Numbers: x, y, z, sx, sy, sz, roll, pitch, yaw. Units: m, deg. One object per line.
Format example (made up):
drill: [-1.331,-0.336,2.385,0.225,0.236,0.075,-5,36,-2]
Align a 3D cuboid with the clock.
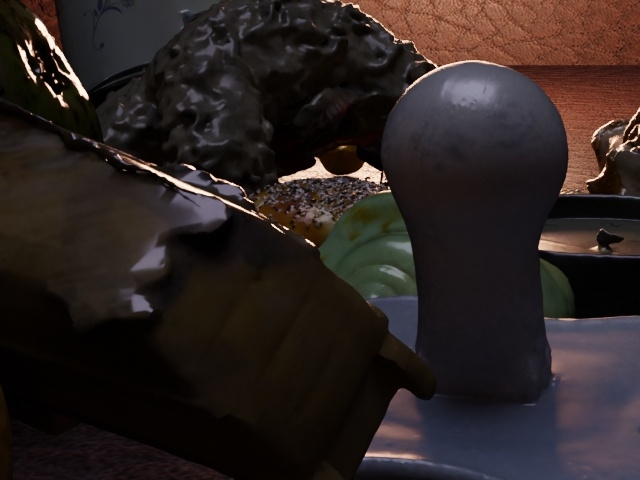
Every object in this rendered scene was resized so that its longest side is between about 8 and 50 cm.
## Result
clock: [0.229,0.010,1.254,0.281,0.055,0.280,0,12,0]

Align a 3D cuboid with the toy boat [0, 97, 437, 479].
toy boat: [-0.165,0.013,0.681,0.445,0.162,0.136,18,61,25]

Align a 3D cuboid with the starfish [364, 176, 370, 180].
starfish: [0.003,-0.019,1.414,0.210,0.053,0.150,-13,13,-40]

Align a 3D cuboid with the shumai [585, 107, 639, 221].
shumai: [0.313,-0.048,1.414,0.145,0.145,0.116,12,41,46]

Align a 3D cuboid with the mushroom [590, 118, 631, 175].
mushroom: [0.333,-0.073,1.600,0.071,0.084,0.209,-21,14,6]

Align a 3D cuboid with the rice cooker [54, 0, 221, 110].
rice cooker: [-0.188,-0.225,1.864,0.264,0.316,0.317,4,6,-40]

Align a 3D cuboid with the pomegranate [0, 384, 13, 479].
pomegranate: [-0.220,0.087,0.510,0.248,0.248,0.248,-1,12,0]

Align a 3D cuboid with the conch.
conch: [0.098,0.046,0.999,0.143,0.137,0.251,-25,-26,38]

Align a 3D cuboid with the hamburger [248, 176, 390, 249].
hamburger: [-0.004,0.001,1.220,0.190,0.093,0.164,-2,12,5]

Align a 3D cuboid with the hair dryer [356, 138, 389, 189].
hair dryer: [0.115,-0.070,1.679,0.195,0.075,0.219,12,25,13]

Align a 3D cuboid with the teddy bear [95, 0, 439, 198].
teddy bear: [-0.105,-0.107,1.525,0.357,0.224,0.367,-26,-1,-42]

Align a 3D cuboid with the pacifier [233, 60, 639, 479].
pacifier: [0.070,0.034,0.713,0.299,0.233,0.244,3,15,23]

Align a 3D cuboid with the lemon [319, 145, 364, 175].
lemon: [0.025,-0.108,1.811,0.065,0.065,0.092,-1,6,-2]

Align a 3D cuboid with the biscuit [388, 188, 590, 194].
biscuit: [0.173,-0.032,1.498,0.199,0.040,0.121,8,11,34]

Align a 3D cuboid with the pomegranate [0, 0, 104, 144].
pomegranate: [-0.345,-0.055,1.198,0.341,0.285,0.285,-28,3,20]
